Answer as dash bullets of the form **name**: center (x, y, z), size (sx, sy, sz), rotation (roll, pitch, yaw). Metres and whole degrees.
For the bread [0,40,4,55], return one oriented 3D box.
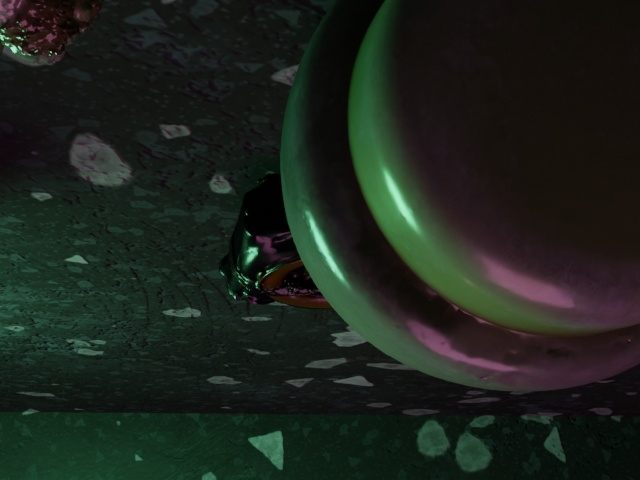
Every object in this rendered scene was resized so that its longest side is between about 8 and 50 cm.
- **bread**: center (-0.335, -0.170, 0.716), size (0.152, 0.077, 0.105), rotation (11, 162, -34)

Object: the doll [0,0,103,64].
- **doll**: center (-0.257, -0.190, 0.620), size (0.221, 0.105, 0.115), rotation (9, 122, -20)

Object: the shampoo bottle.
- **shampoo bottle**: center (0.131, -0.054, 0.659), size (0.322, 0.322, 0.317), rotation (4, 167, -8)

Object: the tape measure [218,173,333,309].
- **tape measure**: center (0.000, 0.000, 1.095), size (0.223, 0.135, 0.202), rotation (3, 150, -12)
